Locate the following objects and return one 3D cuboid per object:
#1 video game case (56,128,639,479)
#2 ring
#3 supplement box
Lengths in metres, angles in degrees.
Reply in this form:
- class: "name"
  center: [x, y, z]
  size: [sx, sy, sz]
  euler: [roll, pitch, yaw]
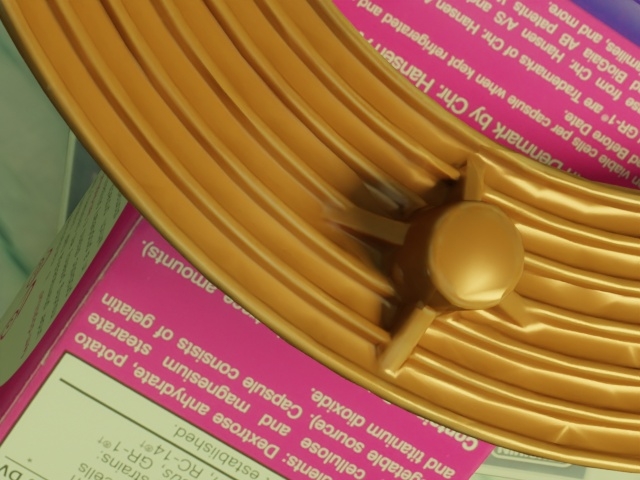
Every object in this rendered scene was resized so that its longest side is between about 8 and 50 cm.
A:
- class: "video game case"
  center: [0.025, -0.017, 0.556]
  size: [0.201, 0.023, 0.183]
  euler: [9, 113, -3]
- class: "ring"
  center: [0.080, -0.119, 0.402]
  size: [0.337, 0.032, 0.336]
  euler: [2, 83, -21]
- class: "supplement box"
  center: [0.000, 0.000, 0.490]
  size: [0.114, 0.111, 0.220]
  euler: [33, 110, -13]
